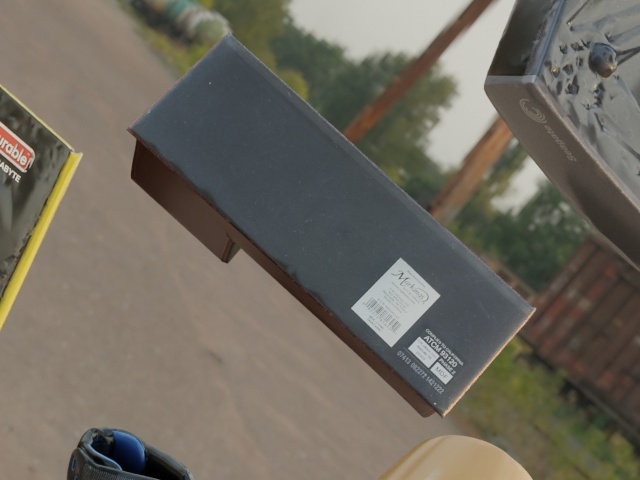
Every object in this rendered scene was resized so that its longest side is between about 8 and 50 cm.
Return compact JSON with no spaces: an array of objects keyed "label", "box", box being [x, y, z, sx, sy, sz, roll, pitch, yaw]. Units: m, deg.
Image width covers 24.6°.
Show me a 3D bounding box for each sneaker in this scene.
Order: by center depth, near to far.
[{"label":"sneaker","box":[-0.149,0.169,0.870,0.216,0.121,0.079,-2,7,29]}]

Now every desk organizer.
[{"label":"desk organizer","box":[0.000,0.000,0.472,0.130,0.047,0.050,42,-18,4]}]

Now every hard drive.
[{"label":"hard drive","box":[0.181,-0.059,0.699,0.054,0.172,0.254,-7,-37,48]}]

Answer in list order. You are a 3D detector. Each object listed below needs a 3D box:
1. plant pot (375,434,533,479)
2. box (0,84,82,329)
[{"label":"plant pot","box":[0.090,0.257,1.153,0.205,0.205,0.188,40,37,1]},{"label":"box","box":[-0.271,-0.017,0.616,0.079,0.257,0.322,5,-28,38]}]
